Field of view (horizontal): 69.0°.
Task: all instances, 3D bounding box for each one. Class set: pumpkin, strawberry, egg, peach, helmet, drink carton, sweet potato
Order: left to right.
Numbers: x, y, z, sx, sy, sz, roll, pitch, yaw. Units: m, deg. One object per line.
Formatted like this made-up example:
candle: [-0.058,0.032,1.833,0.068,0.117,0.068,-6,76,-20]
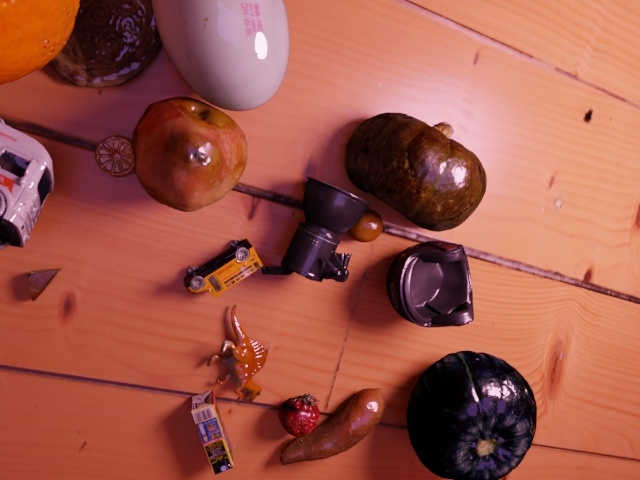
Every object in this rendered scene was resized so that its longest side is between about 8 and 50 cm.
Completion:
peach: [-0.238,-0.156,0.863,0.214,0.235,0.214,-7,110,-18]
drink carton: [-0.243,0.429,1.043,0.056,0.071,0.166,-16,102,-8]
egg: [-0.183,-0.418,0.832,0.229,0.230,0.371,-20,100,-11]
strawberry: [-0.049,0.410,1.079,0.106,0.106,0.106,-3,100,-15]
sweet potato: [0.039,0.462,1.116,0.291,0.097,0.097,-34,106,-5]
pumpkin: [0.235,-0.155,0.994,0.324,0.232,0.242,24,90,-21]
helmet: [0.251,0.097,1.055,0.215,0.193,0.189,-17,101,-26]
pumpkin: [0.355,0.410,1.122,0.315,0.238,0.315,0,109,1]

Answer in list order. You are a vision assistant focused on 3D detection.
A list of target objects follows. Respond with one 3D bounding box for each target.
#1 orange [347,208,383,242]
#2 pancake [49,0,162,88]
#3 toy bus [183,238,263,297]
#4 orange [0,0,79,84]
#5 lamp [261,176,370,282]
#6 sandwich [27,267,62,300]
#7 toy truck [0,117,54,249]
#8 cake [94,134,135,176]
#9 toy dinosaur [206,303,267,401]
orange: [0.099,-0.035,1.056,0.085,0.085,0.085,-3,100,-15]
pancake: [-0.418,-0.415,0.871,0.250,0.031,0.250,-2,96,-14]
toy bus: [-0.208,0.065,0.992,0.162,0.069,0.074,-33,117,-10]
orange: [-0.528,-0.433,0.660,0.326,0.423,0.424,-1,102,-48]
lamp: [0.000,0.000,0.991,0.172,0.147,0.228,24,93,16]
sandwich: [-0.555,0.078,0.920,0.044,0.031,0.083,38,86,-22]
toy truck: [-0.651,-0.151,0.772,0.387,0.173,0.207,28,62,-18]
cake: [-0.397,-0.164,0.914,0.084,0.044,0.084,-2,99,-15]
toy dinosaur: [-0.168,0.262,1.045,0.142,0.057,0.212,21,95,-29]
